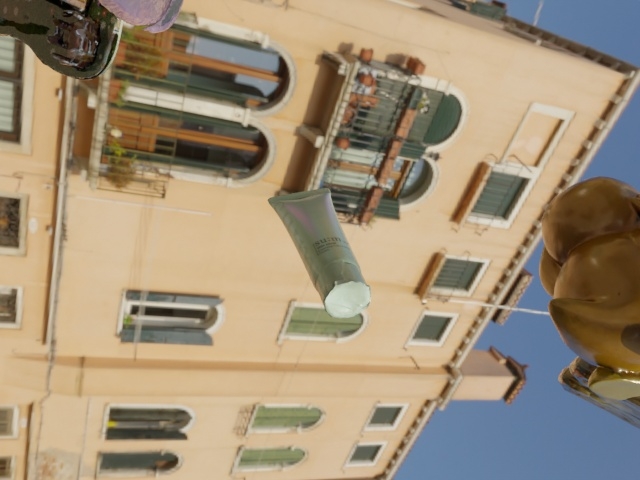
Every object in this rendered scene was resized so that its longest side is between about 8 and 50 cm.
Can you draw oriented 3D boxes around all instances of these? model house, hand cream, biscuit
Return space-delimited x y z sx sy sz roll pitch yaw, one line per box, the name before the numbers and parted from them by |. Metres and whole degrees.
model house | -0.351 -0.320 0.616 0.294 0.154 0.207 31 -75 28
hand cream | 0.000 0.000 0.610 0.205 0.078 0.050 -116 -164 -51
biscuit | 0.636 0.327 1.128 0.062 0.290 0.237 -57 156 -11

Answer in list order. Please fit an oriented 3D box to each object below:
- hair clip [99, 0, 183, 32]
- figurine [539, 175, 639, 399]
hair clip | -0.133 -0.175 0.278 0.095 0.110 0.359 -25 -166 20
figurine | 0.342 0.045 0.642 0.228 0.215 0.215 -58 -176 -38
